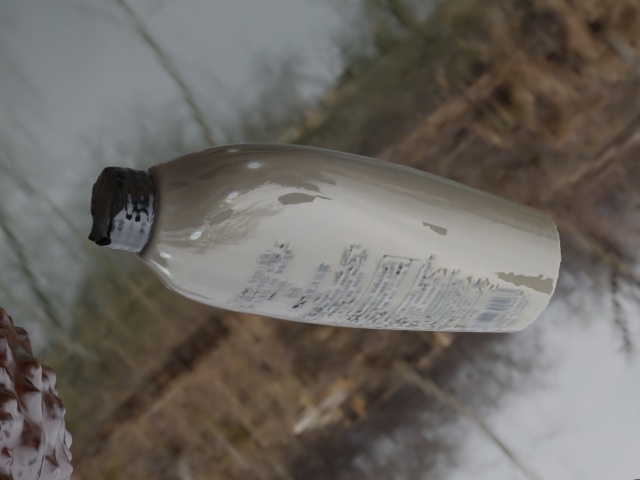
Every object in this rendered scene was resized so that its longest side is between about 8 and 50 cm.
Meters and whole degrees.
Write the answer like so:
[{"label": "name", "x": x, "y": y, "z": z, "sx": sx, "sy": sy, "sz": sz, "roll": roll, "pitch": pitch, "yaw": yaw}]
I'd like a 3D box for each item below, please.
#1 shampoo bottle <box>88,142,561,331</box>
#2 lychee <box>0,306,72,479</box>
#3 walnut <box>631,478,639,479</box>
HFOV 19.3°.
[{"label": "shampoo bottle", "x": 0.000, "y": 0.000, "z": 1.015, "sx": 0.257, "sy": 0.078, "sz": 0.127, "roll": 8, "pitch": 146, "yaw": -25}, {"label": "lychee", "x": -0.273, "y": 0.127, "z": 1.001, "sx": 0.276, "sy": 0.304, "sz": 0.276, "roll": -23, "pitch": -148, "yaw": 15}, {"label": "walnut", "x": 0.152, "y": 0.139, "z": 0.695, "sx": 0.105, "sy": 0.124, "sz": 0.105, "roll": -36, "pitch": 173, "yaw": -5}]
